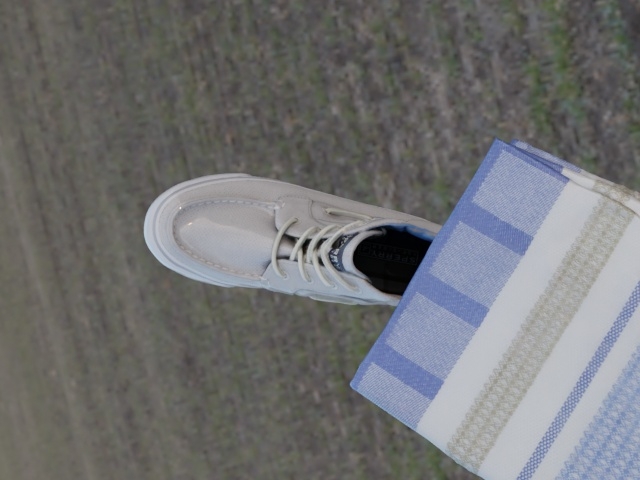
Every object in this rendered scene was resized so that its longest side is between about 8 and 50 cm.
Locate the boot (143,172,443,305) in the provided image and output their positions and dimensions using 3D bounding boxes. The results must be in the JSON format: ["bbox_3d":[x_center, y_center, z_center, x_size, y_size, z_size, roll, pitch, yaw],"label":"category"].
[{"bbox_3d":[0.000,0.000,0.972,0.123,0.258,0.095,-175,91,-74],"label":"boot"}]

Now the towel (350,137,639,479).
[{"bbox_3d":[0.181,0.077,0.786,0.285,0.209,0.034,30,178,26],"label":"towel"}]
